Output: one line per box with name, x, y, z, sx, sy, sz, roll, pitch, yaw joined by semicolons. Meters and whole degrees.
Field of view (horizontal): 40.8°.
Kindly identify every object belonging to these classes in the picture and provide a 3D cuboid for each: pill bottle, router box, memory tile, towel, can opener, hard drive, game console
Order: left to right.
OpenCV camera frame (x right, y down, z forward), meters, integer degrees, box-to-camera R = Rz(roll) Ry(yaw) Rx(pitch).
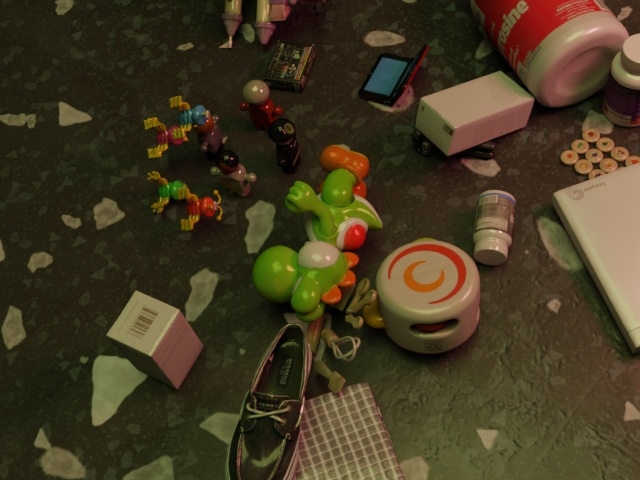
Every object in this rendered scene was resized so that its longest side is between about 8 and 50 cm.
router box;-0.072;-0.413;2.040;0.092;0.038;0.122;10;62;15
towel;0.019;0.398;1.501;0.235;0.121;0.283;-20;59;-3
game console;0.166;-0.387;1.962;0.085;0.124;0.144;30;67;-5
can opener;0.285;-0.212;1.851;0.186;0.059;0.073;12;62;16
pill bottle;0.346;-0.025;1.719;0.078;0.078;0.137;6;61;13
pill bottle;0.474;-0.507;1.894;0.229;0.229;0.407;-23;59;-5
memory tile;0.588;-0.167;1.801;0.113;0.012;0.148;-42;63;-15
pill bottle;0.651;-0.332;1.781;0.108;0.193;0.108;-4;60;7
hard drive;0.629;0.020;1.657;0.233;0.047;0.353;-19;61;-2

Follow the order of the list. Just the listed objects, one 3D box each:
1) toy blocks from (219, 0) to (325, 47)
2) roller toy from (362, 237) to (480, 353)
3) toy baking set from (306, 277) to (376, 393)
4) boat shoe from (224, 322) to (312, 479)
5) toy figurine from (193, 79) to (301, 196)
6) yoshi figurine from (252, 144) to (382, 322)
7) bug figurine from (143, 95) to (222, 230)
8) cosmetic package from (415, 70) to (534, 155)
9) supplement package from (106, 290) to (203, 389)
toy blocks;-0.108;-0.598;2.083;0.289;0.309;0.260;3;93;24
roller toy;0.202;0.111;1.623;0.191;0.146;0.209;32;61;33
toy baking set;0.024;0.172;1.609;0.030;0.197;0.256;30;60;-21
boat shoe;-0.089;0.286;1.440;0.121;0.119;0.335;6;52;6
toy figurine;-0.162;-0.224;1.880;0.210;0.148;0.213;-26;60;-6
yoshi figurine;-0.027;-0.010;1.700;0.203;0.204;0.362;-24;37;46
bug figurine;-0.292;-0.165;1.835;0.072;0.278;0.216;-10;10;-41
cosmetic package;0.327;-0.271;1.822;0.231;0.085;0.117;-22;52;-25
supplement package;-0.311;0.192;1.641;0.105;0.179;0.105;20;65;20
